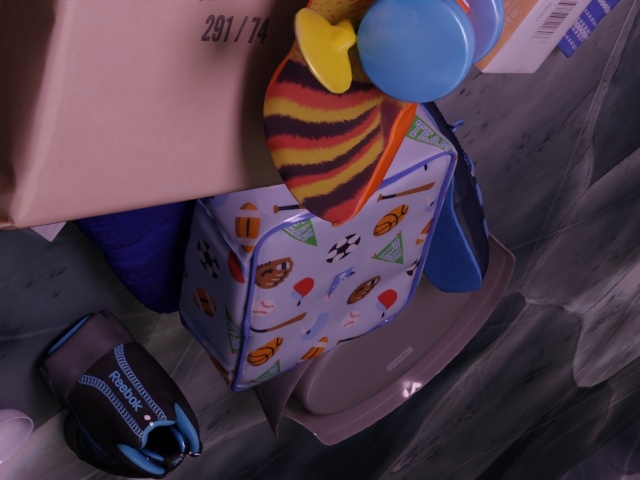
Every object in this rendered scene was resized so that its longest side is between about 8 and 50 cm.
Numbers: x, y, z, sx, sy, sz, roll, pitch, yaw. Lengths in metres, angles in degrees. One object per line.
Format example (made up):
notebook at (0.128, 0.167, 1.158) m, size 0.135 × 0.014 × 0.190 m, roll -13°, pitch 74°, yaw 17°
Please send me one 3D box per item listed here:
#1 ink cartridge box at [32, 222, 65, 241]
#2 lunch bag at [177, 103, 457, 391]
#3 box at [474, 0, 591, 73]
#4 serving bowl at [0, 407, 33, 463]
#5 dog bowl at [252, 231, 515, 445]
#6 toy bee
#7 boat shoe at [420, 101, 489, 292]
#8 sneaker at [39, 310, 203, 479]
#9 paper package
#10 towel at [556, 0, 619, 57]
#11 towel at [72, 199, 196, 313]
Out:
ink cartridge box at (-0.233, -0.044, 1.468) m, size 0.048 × 0.083 × 0.028 m, roll -50°, pitch -168°, yaw 19°
lunch bag at (0.000, 0.000, 1.652) m, size 0.243 × 0.115 × 0.303 m, roll -26°, pitch 155°, yaw -24°
box at (0.141, -0.243, 1.552) m, size 0.091 × 0.170 × 0.130 m, roll -8°, pitch 140°, yaw -55°
serving bowl at (-0.320, 0.190, 1.785) m, size 0.083 × 0.027 × 0.083 m, roll -33°, pitch 155°, yaw -17°
dog bowl at (0.059, 0.088, 2.106) m, size 0.349 × 0.102 × 0.349 m, roll -33°, pitch 156°, yaw -17°
toy bee at (0.043, -0.165, 1.126) m, size 0.298 × 0.162 × 0.195 m, roll -51°, pitch 177°, yaw 7°
boat shoe at (0.109, -0.062, 1.887) m, size 0.089 × 0.109 × 0.258 m, roll -67°, pitch 151°, yaw -43°
sneaker at (-0.186, 0.196, 1.864) m, size 0.125 × 0.139 × 0.341 m, roll -41°, pitch 159°, yaw -7°
paper package at (-0.099, -0.187, 1.177) m, size 0.325 × 0.168 × 0.309 m, roll -11°, pitch 124°, yaw -47°
towel at (0.339, -0.339, 1.863) m, size 0.336 × 0.040 × 0.243 m, roll -44°, pitch 156°, yaw 6°
towel at (-0.105, -0.055, 1.641) m, size 0.228 × 0.076 × 0.308 m, roll -32°, pitch 157°, yaw -3°
